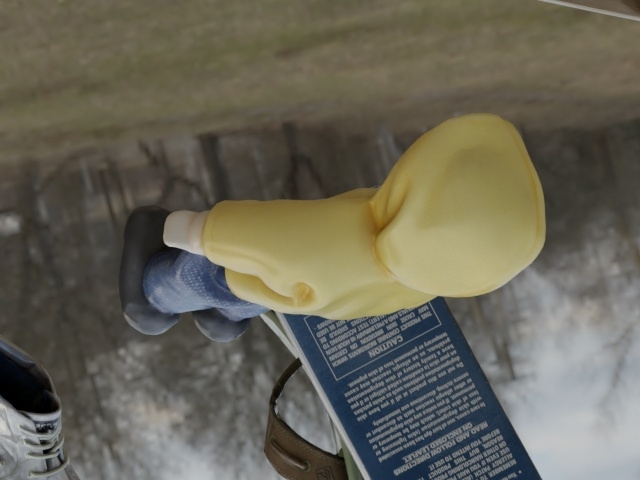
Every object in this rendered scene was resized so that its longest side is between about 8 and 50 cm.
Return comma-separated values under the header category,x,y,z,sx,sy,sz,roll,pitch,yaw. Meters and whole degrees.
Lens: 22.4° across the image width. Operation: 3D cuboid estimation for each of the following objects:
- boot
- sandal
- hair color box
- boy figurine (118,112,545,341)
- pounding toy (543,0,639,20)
category,x,y,z,sx,sy,sz,roll,pitch,yaw
boot,-0.281,0.199,1.543,0.123,0.258,0.095,-40,-174,40
sandal,0.003,0.186,1.321,0.086,0.302,0.120,-20,170,-3
hair color box,0.077,0.144,1.109,0.105,0.347,0.174,-27,175,-2
boy figurine,0.000,0.000,0.890,0.177,0.092,0.285,9,163,-39
pounding toy,0.248,-0.213,1.123,0.206,0.094,0.181,10,178,-7
